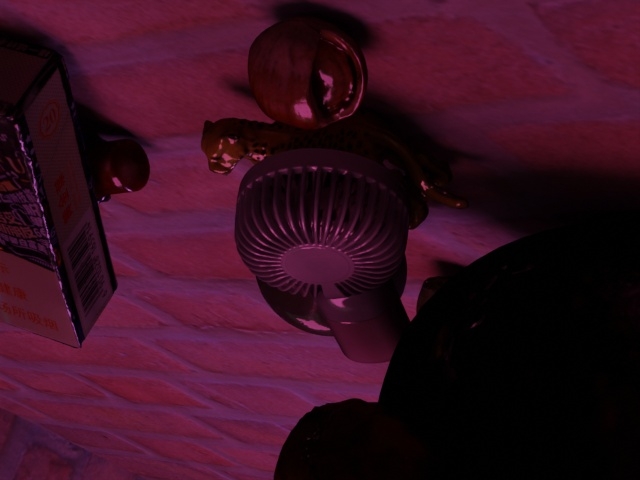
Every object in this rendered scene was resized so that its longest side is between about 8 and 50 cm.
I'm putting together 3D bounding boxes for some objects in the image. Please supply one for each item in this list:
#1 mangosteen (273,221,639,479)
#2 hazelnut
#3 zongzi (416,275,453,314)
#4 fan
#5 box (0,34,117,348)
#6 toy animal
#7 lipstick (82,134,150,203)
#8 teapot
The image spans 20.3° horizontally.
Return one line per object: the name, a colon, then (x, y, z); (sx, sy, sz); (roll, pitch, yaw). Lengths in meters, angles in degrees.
mangosteen: (0.190, 0.187, 1.352); (0.381, 0.421, 0.381); (57, 175, 7)
hazelnut: (-0.009, -0.116, 1.223); (0.086, 0.086, 0.086); (19, 163, 6)
zongzi: (0.160, 0.078, 1.654); (0.130, 0.062, 0.154); (4, 166, 11)
fan: (0.016, 0.019, 1.372); (0.130, 0.074, 0.244); (-5, 145, 15)
box: (-0.298, -0.052, 1.560); (0.198, 0.084, 0.310); (17, 144, 19)
toy animal: (0.013, -0.061, 1.365); (0.181, 0.073, 0.136); (1, 151, 46)
lipstick: (-0.270, -0.058, 1.676); (0.299, 0.081, 0.081); (-7, 149, 44)
teapot: (0.000, 0.000, 1.508); (0.166, 0.130, 0.119); (48, 155, 20)
